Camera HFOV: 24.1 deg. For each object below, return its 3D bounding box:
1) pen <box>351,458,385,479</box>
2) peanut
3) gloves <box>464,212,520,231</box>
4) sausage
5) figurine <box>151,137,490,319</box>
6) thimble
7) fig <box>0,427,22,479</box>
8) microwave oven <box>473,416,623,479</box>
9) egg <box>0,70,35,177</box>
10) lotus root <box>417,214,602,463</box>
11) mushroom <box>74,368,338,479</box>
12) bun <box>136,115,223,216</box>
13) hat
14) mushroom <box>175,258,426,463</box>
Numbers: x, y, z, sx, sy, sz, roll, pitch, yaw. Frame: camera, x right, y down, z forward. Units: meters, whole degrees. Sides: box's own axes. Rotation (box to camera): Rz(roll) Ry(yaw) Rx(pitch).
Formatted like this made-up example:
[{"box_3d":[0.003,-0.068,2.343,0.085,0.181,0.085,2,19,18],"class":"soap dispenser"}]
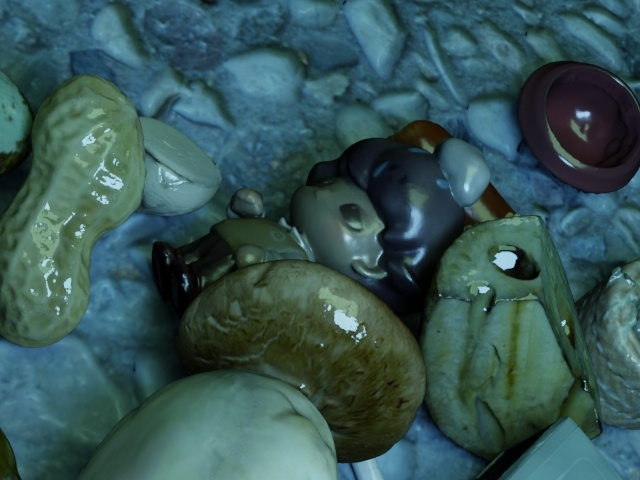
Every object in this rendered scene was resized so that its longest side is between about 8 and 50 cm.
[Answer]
[{"box_3d":[0.040,0.224,1.709,0.033,0.033,0.269,-12,70,-32],"class":"pen"},{"box_3d":[-0.268,-0.029,1.594,0.136,0.120,0.298,20,85,15],"class":"peanut"},{"box_3d":[0.201,0.040,1.818,0.110,0.144,0.094,7,21,21],"class":"gloves"},{"box_3d":[0.194,-0.030,1.893,0.300,0.083,0.089,48,49,1],"class":"sausage"},{"box_3d":[-0.006,-0.019,1.716,0.364,0.218,0.206,-1,96,-24],"class":"figurine"},{"box_3d":[0.424,0.126,1.890,0.229,0.148,0.196,-2,66,-26],"class":"thimble"},{"box_3d":[-0.360,0.215,1.452,0.274,0.170,0.146,35,71,-31],"class":"fig"},{"box_3d":[0.207,0.375,1.622,0.295,0.181,0.237,-37,86,-36],"class":"microwave oven"},{"box_3d":[-0.406,-0.129,1.585,0.231,0.169,0.169,8,60,-43],"class":"egg"},{"box_3d":[0.211,0.112,1.727,0.210,0.314,0.142,-10,42,3],"class":"lotus root"},{"box_3d":[-0.131,0.294,1.446,0.315,0.356,0.315,12,24,-5],"class":"mushroom"},{"box_3d":[-0.189,-0.073,1.718,0.138,0.094,0.138,32,21,-14],"class":"bun"},{"box_3d":[0.350,-0.150,2.036,0.205,0.089,0.206,9,64,-19],"class":"hat"},{"box_3d":[-0.021,0.136,1.597,0.278,0.278,0.146,26,43,-13],"class":"mushroom"}]
